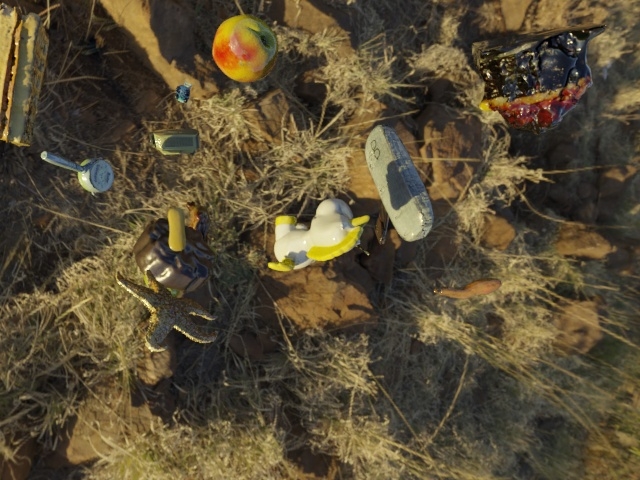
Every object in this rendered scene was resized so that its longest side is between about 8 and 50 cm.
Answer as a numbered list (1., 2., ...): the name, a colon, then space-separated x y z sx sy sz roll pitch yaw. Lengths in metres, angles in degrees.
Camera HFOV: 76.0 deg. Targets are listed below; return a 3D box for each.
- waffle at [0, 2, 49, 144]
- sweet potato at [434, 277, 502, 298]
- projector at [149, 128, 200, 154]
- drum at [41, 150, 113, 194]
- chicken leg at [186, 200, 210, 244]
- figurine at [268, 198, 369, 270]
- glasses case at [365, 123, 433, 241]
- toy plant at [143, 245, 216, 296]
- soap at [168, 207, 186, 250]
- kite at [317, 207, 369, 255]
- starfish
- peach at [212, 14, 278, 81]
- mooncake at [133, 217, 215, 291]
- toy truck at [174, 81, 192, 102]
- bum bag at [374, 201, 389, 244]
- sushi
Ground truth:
1. waffle: -0.910 -0.477 1.231 0.114 0.261 0.376 10 93 -33
2. sweet potato: 0.431 0.144 1.206 0.214 0.050 0.050 -8 106 -9
3. projector: -0.596 -0.411 1.689 0.194 0.269 0.088 -5 111 -15
4. drum: -0.771 -0.248 1.325 0.253 0.049 0.130 64 34 -63
5. chicken leg: -0.529 -0.055 1.735 0.083 0.177 0.322 18 57 -38
6. figurine: 0.003 -0.005 0.661 0.109 0.178 0.129 57 25 -24
7. glasses case: 0.170 -0.131 0.905 0.067 0.109 0.282 -8 65 -21
8. toy plant: -0.619 0.121 1.852 0.316 0.224 0.184 -33 102 -8
9. soap: -0.287 -0.023 0.820 0.034 0.012 0.089 0 79 -26
10. kite: 0.051 -0.054 1.335 0.016 0.234 0.321 -45 136 3
11. starfish: -0.411 0.176 1.113 0.302 0.299 0.060 45 105 4
12. peach: -0.273 -0.691 1.483 0.231 0.231 0.230 -9 105 -36
13. mooncake: -0.504 0.046 1.453 0.283 0.283 0.141 26 117 -38
14. toy truck: -0.570 -0.627 1.719 0.056 0.073 0.090 20 44 -15
15. bum bag: 0.226 -0.077 1.495 0.026 0.109 0.159 3 119 -6
16. sushi: 0.359 -0.266 0.694 0.153 0.172 0.150 -67 148 -58
